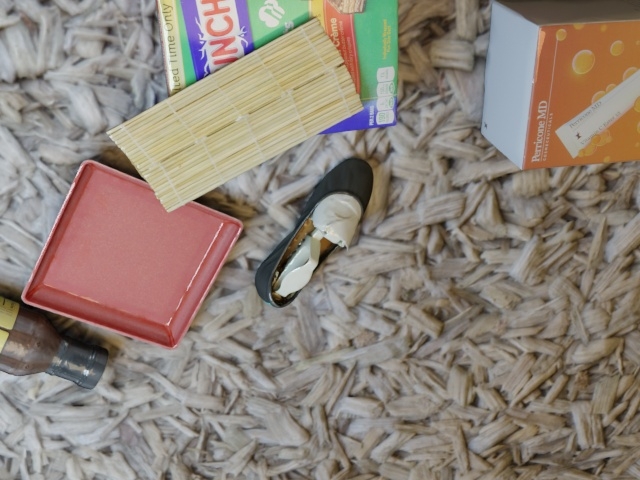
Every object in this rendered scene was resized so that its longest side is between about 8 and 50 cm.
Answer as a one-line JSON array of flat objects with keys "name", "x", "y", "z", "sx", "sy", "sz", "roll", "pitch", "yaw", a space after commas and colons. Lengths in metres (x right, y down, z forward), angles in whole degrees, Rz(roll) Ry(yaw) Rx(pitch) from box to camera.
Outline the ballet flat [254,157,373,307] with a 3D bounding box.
[{"name": "ballet flat", "x": 0.000, "y": 0.000, "z": 1.283, "sx": 0.095, "sy": 0.096, "sz": 0.280, "roll": 29, "pitch": 107, "yaw": -24}]

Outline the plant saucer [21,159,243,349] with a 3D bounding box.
[{"name": "plant saucer", "x": -0.290, "y": 0.023, "z": 1.256, "sx": 0.259, "sy": 0.047, "sz": 0.258, "roll": 23, "pitch": 110, "yaw": -22}]

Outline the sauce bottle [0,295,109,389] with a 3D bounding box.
[{"name": "sauce bottle", "x": -0.496, "y": 0.141, "z": 1.233, "sx": 0.344, "sy": 0.111, "sz": 0.111, "roll": 28, "pitch": 108, "yaw": -23}]

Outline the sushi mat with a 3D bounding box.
[{"name": "sushi mat", "x": -0.108, "y": -0.163, "z": 1.082, "sx": 0.317, "sy": 0.019, "sz": 0.151, "roll": -28, "pitch": 123, "yaw": 4}]

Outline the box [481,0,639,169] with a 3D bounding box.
[{"name": "box", "x": 0.439, "y": -0.245, "z": 1.217, "sx": 0.346, "sy": 0.168, "sz": 0.214, "roll": -6, "pitch": 118, "yaw": -10}]

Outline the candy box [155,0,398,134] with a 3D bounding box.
[{"name": "candy box", "x": -0.059, "y": -0.282, "z": 1.107, "sx": 0.317, "sy": 0.122, "sz": 0.268, "roll": -7, "pitch": 121, "yaw": -8}]
